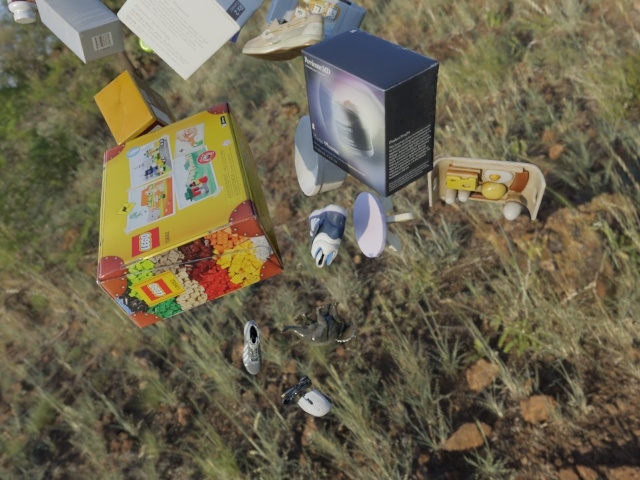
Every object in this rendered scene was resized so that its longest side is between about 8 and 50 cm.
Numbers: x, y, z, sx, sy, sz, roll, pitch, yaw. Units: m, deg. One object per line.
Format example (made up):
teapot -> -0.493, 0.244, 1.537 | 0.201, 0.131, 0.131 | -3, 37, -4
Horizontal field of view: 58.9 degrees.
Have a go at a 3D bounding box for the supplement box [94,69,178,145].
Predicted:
supplement box -> -0.527, -0.359, 1.682 | 0.129, 0.191, 0.194 | -35, -20, 9

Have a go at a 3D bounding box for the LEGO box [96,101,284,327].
LEGO box -> -0.335, -0.086, 1.421 | 0.372, 0.193, 0.500 | -21, 45, 2

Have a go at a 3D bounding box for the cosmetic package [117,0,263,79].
cosmetic package -> -0.201, -0.397, 0.929 | 0.183, 0.151, 0.151 | -21, 36, 46

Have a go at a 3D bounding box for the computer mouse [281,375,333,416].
computer mouse -> -0.022, 0.448, 1.578 | 0.106, 0.193, 0.042 | -42, 41, 7

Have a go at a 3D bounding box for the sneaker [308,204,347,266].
sneaker -> 0.001, 0.000, 2.328 | 0.323, 0.130, 0.237 | 148, 142, -68

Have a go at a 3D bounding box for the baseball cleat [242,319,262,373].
baseball cleat -> -0.250, 0.399, 2.073 | 0.072, 0.206, 0.109 | -8, 6, -12

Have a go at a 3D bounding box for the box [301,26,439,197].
box -> 0.117, -0.316, 1.382 | 0.182, 0.294, 0.296 | -31, 47, -25

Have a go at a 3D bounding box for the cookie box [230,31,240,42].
cookie box -> -0.237, -0.475, 1.226 | 0.040, 0.107, 0.092 | -62, -7, 15

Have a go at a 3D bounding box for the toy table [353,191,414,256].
toy table -> 0.255, -0.070, 2.404 | 0.160, 0.275, 0.252 | -3, 0, -37

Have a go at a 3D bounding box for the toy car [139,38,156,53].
toy car -> -0.369, -0.571, 1.525 | 0.188, 0.149, 0.155 | 8, 22, 4

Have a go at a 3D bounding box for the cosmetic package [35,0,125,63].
cosmetic package -> -0.648, -0.592, 1.522 | 0.127, 0.107, 0.238 | -33, 61, -28

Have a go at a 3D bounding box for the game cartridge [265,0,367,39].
game cartridge -> -0.021, -0.726, 1.858 | 0.062, 0.297, 0.198 | -78, 12, -52

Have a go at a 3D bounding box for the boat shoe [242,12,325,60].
boat shoe -> -0.104, -0.571, 1.596 | 0.302, 0.098, 0.109 | 7, 7, 44

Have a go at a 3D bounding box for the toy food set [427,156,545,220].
toy food set -> 0.459, -0.133, 1.597 | 0.305, 0.220, 0.093 | 8, 69, 16

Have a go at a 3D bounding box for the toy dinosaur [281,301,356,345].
toy dinosaur -> 0.014, 0.316, 2.056 | 0.313, 0.161, 0.121 | -11, -5, -38

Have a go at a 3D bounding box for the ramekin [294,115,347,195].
ramekin -> 0.006, -0.294, 1.963 | 0.127, 0.273, 0.273 | -5, 16, -18

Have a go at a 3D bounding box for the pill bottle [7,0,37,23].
pill bottle -> -0.993, -0.807, 1.879 | 0.085, 0.152, 0.086 | -9, 7, 1
